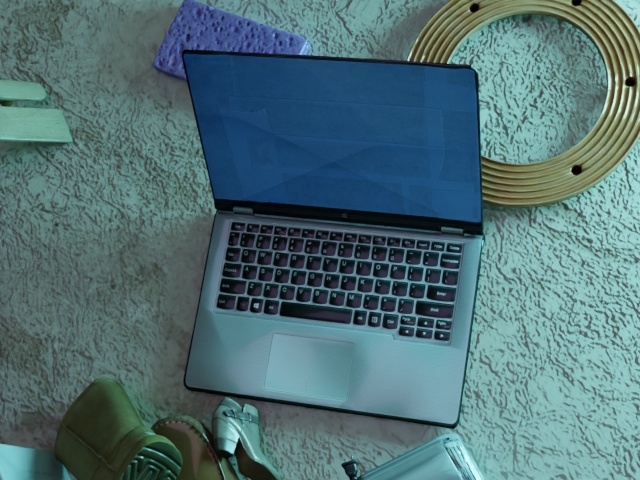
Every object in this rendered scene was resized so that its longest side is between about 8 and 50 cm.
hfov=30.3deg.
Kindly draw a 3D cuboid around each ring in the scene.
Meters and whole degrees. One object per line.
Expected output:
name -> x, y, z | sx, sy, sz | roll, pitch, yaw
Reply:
ring -> 0.275, -0.203, 1.593 | 0.337, 0.032, 0.336 | -4, 74, 13

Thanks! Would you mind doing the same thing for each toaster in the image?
toaster -> 0.140, 0.335, 1.435 | 0.146, 0.129, 0.227 | -30, 68, 2

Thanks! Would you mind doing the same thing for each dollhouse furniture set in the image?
dollhouse furniture set -> -0.483, -0.172, 1.788 | 0.151, 0.123, 0.144 | -39, 64, 40

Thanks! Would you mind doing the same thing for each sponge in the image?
sponge -> -0.131, -0.269, 1.718 | 0.210, 0.031, 0.117 | 22, 82, 19

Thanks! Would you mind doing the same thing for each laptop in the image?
laptop -> 0.000, 0.000, 1.502 | 0.382, 0.236, 0.407 | 6, 77, 17

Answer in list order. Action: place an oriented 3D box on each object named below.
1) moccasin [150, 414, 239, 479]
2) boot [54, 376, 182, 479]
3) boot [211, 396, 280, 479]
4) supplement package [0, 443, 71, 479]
moccasin -> -0.166, 0.408, 1.484 | 0.139, 0.147, 0.379 | -8, 73, 14
boot -> -0.290, 0.309, 1.496 | 0.236, 0.089, 0.269 | -50, 26, -11
boot -> -0.094, 0.261, 1.555 | 0.042, 0.118, 0.087 | -33, 31, 34
supplement package -> -0.453, 0.417, 1.530 | 0.263, 0.199, 0.198 | -31, 71, 5
